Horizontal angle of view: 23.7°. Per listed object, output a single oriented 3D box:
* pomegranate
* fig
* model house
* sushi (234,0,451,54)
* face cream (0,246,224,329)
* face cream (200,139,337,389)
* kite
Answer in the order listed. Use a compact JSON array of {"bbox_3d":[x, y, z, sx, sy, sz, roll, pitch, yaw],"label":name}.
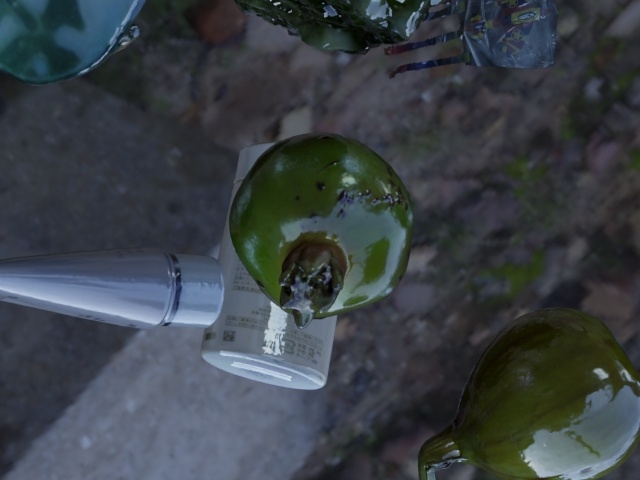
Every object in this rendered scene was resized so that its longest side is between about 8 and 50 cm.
[{"bbox_3d":[0.000,0.000,1.259,0.159,0.159,0.205,-57,-171,26],"label":"pomegranate"},{"bbox_3d":[0.161,0.132,1.209,0.186,0.142,0.148,-8,146,1],"label":"fig"},{"bbox_3d":[-0.237,-0.360,1.706,0.295,0.251,0.329,-55,177,37],"label":"model house"},{"bbox_3d":[0.043,-0.308,1.278,0.178,0.352,0.294,28,70,-22],"label":"sushi"},{"bbox_3d":[-0.258,0.043,1.615,0.314,0.143,0.089,7,86,-24],"label":"face cream"},{"bbox_3d":[-0.050,0.018,2.040,0.173,0.349,0.081,15,152,-14],"label":"face cream"},{"bbox_3d":[0.191,-0.272,1.979,0.245,0.141,0.015,-11,170,27],"label":"kite"}]
